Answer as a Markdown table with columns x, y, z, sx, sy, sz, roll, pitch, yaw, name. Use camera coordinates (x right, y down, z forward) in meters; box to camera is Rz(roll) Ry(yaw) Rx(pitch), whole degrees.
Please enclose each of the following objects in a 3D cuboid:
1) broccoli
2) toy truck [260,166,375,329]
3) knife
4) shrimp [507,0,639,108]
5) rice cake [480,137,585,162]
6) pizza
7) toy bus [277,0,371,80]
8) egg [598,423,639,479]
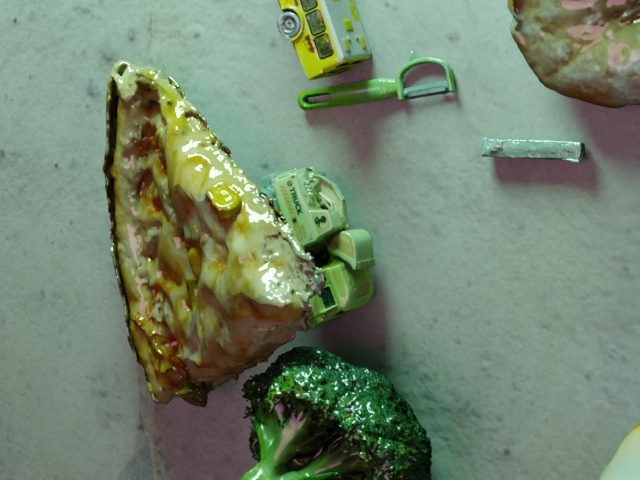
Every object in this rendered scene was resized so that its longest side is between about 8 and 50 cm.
| x | y | z | sx | sy | sz | roll | pitch | yaw | name |
| --- | --- | --- | --- | --- | --- | --- | --- | --- | --- |
| -0.016 | 0.266 | 1.560 | 0.297 | 0.297 | 0.298 | 47 | 151 | 35 | broccoli |
| 0.000 | 0.000 | 1.604 | 0.116 | 0.085 | 0.191 | -23 | 86 | 33 | toy truck |
| 0.059 | -0.182 | 1.564 | 0.212 | 0.015 | 0.054 | -6 | 97 | 35 | knife |
| 0.351 | -0.307 | 1.294 | 0.221 | 0.110 | 0.446 | 45 | 125 | 11 | shrimp |
| 0.229 | -0.098 | 1.465 | 0.121 | 0.021 | 0.022 | 6 | 94 | 33 | rice cake |
| -0.174 | 0.040 | 1.690 | 0.435 | 0.080 | 0.392 | 52 | 140 | 33 | pizza |
| -0.019 | -0.299 | 1.549 | 0.074 | 0.081 | 0.226 | -18 | 90 | 34 | toy bus |
| 0.386 | 0.320 | 1.363 | 0.264 | 0.174 | 0.286 | 37 | 115 | 18 | egg |
